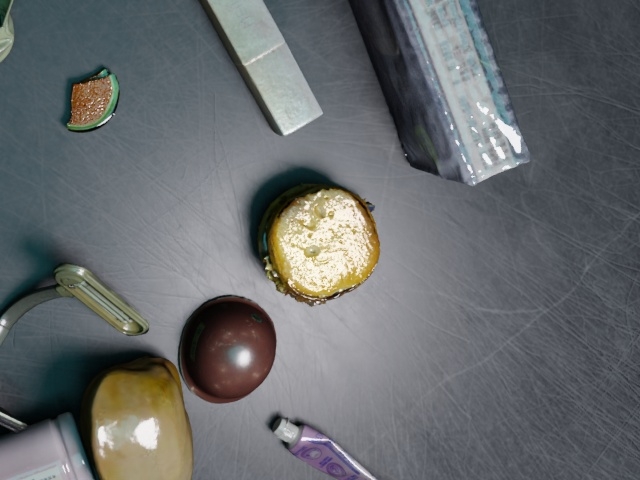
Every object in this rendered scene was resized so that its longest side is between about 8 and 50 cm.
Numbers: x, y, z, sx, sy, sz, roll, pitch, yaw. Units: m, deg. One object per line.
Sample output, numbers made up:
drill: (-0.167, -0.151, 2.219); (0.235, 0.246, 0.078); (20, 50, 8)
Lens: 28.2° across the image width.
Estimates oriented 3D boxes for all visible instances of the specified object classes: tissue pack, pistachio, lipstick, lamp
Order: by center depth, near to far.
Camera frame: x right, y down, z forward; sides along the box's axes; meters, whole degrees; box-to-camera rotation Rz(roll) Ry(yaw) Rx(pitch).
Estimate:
tissue pack: (0.151, -0.289, 1.842); (0.124, 0.288, 0.394); (-23, 105, -9)
lipstick: (-0.121, -0.331, 1.874); (0.076, 0.080, 0.371); (-31, 106, -9)
lamp: (-0.403, 0.171, 1.886); (0.203, 0.124, 0.283); (40, 85, -37)
pistachio: (-0.269, 0.305, 1.891); (0.212, 0.162, 0.261); (-29, 112, -53)

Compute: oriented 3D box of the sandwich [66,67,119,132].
sandwich: (-0.332, -0.205, 1.869); (0.069, 0.026, 0.101); (9, 94, -11)

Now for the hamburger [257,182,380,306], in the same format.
hamburger: (-0.005, 0.008, 1.942); (0.181, 0.118, 0.191); (0, 96, -11)

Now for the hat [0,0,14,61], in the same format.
hat: (-0.483, -0.307, 1.797); (0.122, 0.081, 0.166); (16, 78, 22)

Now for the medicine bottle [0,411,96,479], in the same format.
medicine bottle: (-0.464, 0.353, 1.873); (0.249, 0.133, 0.133); (-18, 103, -12)

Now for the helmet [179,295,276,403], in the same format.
helmet: (-0.137, 0.182, 1.945); (0.155, 0.106, 0.175); (27, 96, -17)

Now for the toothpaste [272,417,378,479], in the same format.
toothpaste: (0.052, 0.371, 2.045); (0.301, 0.075, 0.048); (33, 67, -14)
